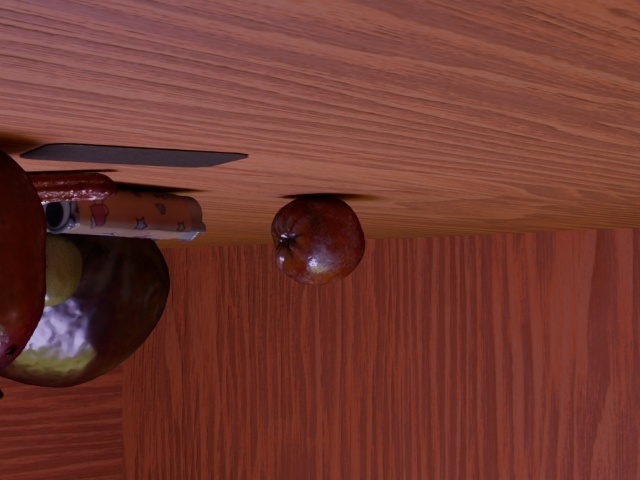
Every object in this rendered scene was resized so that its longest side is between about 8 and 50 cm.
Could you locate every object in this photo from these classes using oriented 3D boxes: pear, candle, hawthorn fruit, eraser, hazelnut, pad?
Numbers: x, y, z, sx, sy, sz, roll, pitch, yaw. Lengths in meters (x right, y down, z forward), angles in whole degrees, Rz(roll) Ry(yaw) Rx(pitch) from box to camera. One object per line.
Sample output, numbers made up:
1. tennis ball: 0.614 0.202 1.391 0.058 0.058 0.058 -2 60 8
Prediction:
1. pear: -0.477 0.046 2.050 0.167 0.136 0.167 -5 173 -1
2. candle: -0.453 -0.076 1.814 0.329 0.048 0.051 -1 -156 13
3. hawthorn fruit: -0.456 0.021 1.486 0.295 0.295 0.311 -1 135 21
4. eraser: -0.345 -0.044 2.032 0.171 0.087 0.290 5 -179 37
5. hazelnut: -0.495 0.091 2.358 0.421 0.352 0.421 -1 151 -1
6. pad: -0.241 -0.108 1.593 0.266 0.002 0.176 1 177 -28
7. hawthorn fruit: 0.000 0.000 2.226 0.173 0.173 0.173 0 177 0

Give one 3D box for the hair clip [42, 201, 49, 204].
1. hair clip: -0.470 -0.064 1.873 0.226 0.034 0.072 -1 -143 29
